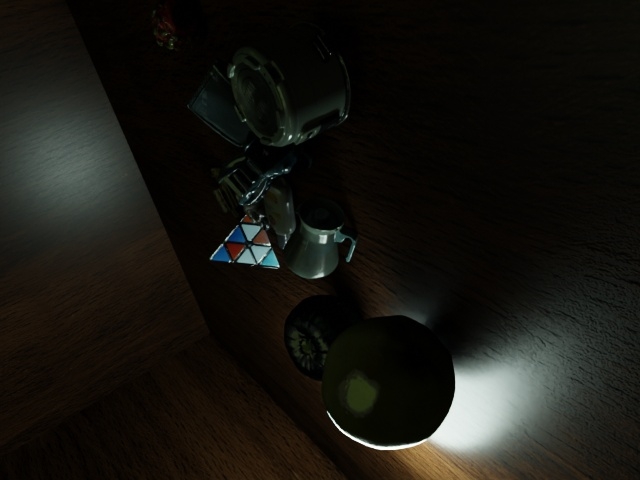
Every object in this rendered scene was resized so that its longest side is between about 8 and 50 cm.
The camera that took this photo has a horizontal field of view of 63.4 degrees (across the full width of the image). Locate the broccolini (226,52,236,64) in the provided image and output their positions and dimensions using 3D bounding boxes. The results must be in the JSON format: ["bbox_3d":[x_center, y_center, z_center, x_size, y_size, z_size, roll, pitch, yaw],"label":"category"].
[{"bbox_3d":[-0.185,-0.476,1.492,0.201,0.058,0.074,29,159,23],"label":"broccolini"}]

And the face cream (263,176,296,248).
[{"bbox_3d":[-0.138,-0.093,1.767,0.144,0.071,0.291,41,150,36],"label":"face cream"}]

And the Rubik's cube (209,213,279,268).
[{"bbox_3d":[-0.363,0.013,2.116,0.250,0.234,0.284,24,138,53],"label":"Rubik's cube"}]

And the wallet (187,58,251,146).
[{"bbox_3d":[-0.274,-0.416,1.616,0.237,0.075,0.342,39,159,-17],"label":"wallet"}]

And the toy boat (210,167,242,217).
[{"bbox_3d":[-0.391,-0.192,2.118,0.225,0.088,0.068,63,156,-9],"label":"toy boat"}]

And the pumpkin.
[{"bbox_3d":[0.029,0.323,1.727,0.315,0.239,0.314,21,121,39],"label":"pumpkin"}]

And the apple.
[{"bbox_3d":[0.180,0.369,1.363,0.357,0.357,0.357,43,151,32],"label":"apple"}]

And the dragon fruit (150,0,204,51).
[{"bbox_3d":[-0.462,-0.688,1.655,0.167,0.160,0.172,36,172,-32],"label":"dragon fruit"}]

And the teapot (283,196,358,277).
[{"bbox_3d":[0.000,0.000,1.527,0.203,0.171,0.225,22,139,5],"label":"teapot"}]

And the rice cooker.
[{"bbox_3d":[-0.058,-0.344,1.150,0.241,0.227,0.280,56,154,6],"label":"rice cooker"}]

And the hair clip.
[{"bbox_3d":[-0.149,-0.227,1.458,0.194,0.206,0.310,48,148,-9],"label":"hair clip"}]

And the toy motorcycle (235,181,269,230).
[{"bbox_3d":[-0.255,-0.145,1.932,0.225,0.073,0.152,47,150,28],"label":"toy motorcycle"}]
